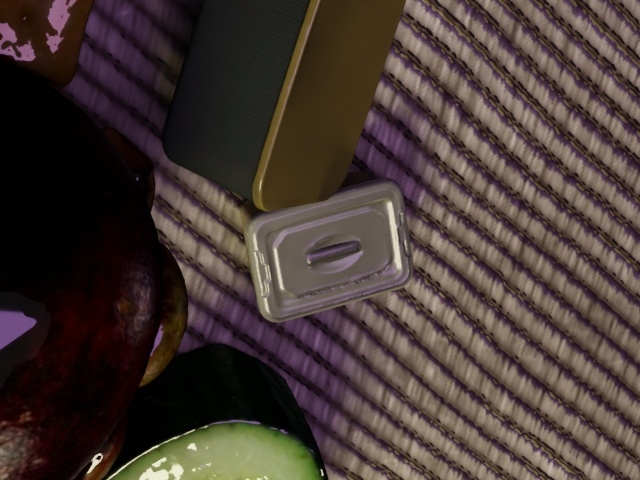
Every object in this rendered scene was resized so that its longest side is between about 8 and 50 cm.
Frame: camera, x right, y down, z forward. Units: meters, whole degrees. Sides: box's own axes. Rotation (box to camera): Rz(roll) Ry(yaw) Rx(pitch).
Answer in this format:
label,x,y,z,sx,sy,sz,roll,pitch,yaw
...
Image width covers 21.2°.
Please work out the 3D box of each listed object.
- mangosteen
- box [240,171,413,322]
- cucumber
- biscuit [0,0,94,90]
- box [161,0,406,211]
label,x,y,z,sx,sy,sz,roll,pitch,yaw
mangosteen,-0.225,0.040,1.092,0.347,0.307,0.307,12,106,-54
box,0.000,0.000,1.268,0.122,0.062,0.089,-16,113,-15
cucumber,-0.085,0.178,1.269,0.191,0.130,0.191,-5,110,-13
biscuit,-0.217,-0.200,1.130,0.174,0.039,0.183,20,101,-23
box,-0.022,-0.130,1.165,0.144,0.090,0.201,-14,125,-63
